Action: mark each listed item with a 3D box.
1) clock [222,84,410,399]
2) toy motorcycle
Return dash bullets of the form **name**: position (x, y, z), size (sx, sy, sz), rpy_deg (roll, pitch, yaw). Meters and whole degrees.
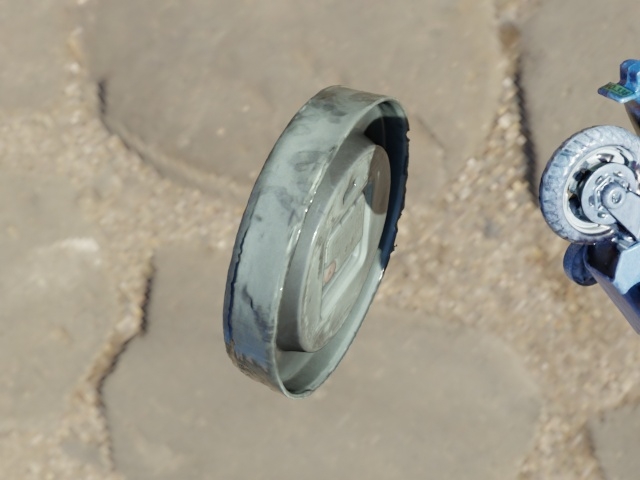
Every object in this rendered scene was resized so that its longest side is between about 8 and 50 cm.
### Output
- **clock**: position (0.000, 0.000, 1.304), size (0.049, 0.226, 0.226), rpy_deg (18, 125, 19)
- **toy motorcycle**: position (0.231, -0.002, 1.149), size (0.254, 0.135, 0.092), rpy_deg (48, 174, -34)
